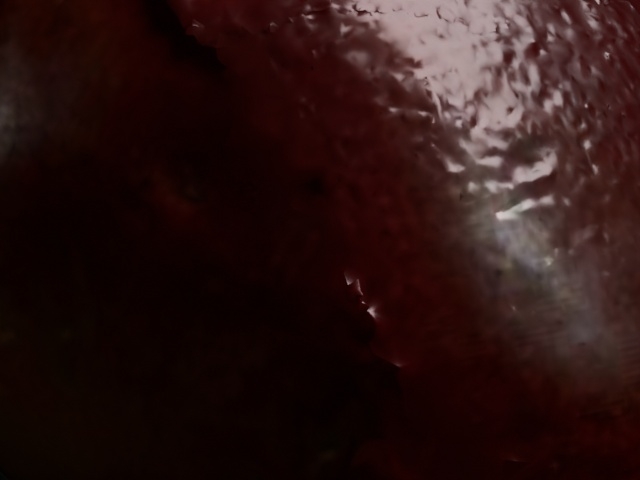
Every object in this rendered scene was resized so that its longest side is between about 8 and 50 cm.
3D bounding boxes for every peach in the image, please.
[{"bbox_3d":[0.022,0.021,0.766,0.416,0.339,0.353,32,54,-11],"label":"peach"}]
